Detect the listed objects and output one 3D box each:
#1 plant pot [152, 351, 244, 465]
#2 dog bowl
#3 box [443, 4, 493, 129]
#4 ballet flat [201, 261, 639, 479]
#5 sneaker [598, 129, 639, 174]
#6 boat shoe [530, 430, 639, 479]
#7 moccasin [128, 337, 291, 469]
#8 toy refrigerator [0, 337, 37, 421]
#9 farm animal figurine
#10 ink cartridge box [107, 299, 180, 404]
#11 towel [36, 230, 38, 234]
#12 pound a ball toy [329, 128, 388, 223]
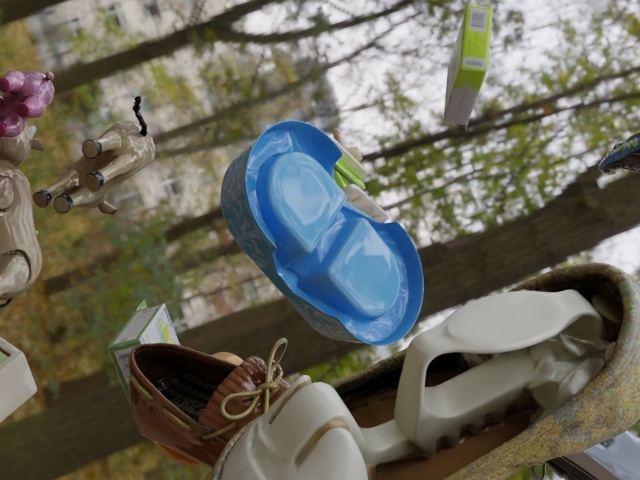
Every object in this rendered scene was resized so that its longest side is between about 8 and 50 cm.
[{"bbox_3d":[-0.234,0.322,2.194,0.205,0.188,0.205,13,-63,27],"label":"plant pot"},{"bbox_3d":[0.000,0.000,1.255,0.074,0.166,0.297,-17,-59,47],"label":"dog bowl"},{"bbox_3d":[0.212,-0.248,1.570,0.178,0.042,0.109,98,0,-68],"label":"box"},{"bbox_3d":[0.044,0.109,0.628,0.123,0.349,0.123,156,-90,-83],"label":"ballet flat"},{"bbox_3d":[0.565,-0.145,1.949,0.078,0.067,0.188,41,-14,-2],"label":"sneaker"},{"bbox_3d":[0.322,0.263,1.433,0.306,0.113,0.105,31,-45,21],"label":"boat shoe"},{"bbox_3d":[-0.086,0.198,1.277,0.380,0.139,0.147,16,-49,43],"label":"moccasin"},{"bbox_3d":[-0.537,0.155,1.529,0.270,0.102,0.094,28,-38,29],"label":"toy refrigerator"},{"bbox_3d":[-0.351,-0.065,1.215,0.172,0.330,0.326,-43,152,-63],"label":"farm animal figurine"},{"bbox_3d":[-0.283,0.178,1.814,0.209,0.062,0.109,-70,143,-70],"label":"ink cartridge box"},{"bbox_3d":[-0.513,0.029,1.370,0.187,0.282,0.049,24,-50,48],"label":"towel"},{"bbox_3d":[0.020,-0.126,2.256,0.208,0.136,0.319,65,11,19],"label":"pound a ball toy"}]
